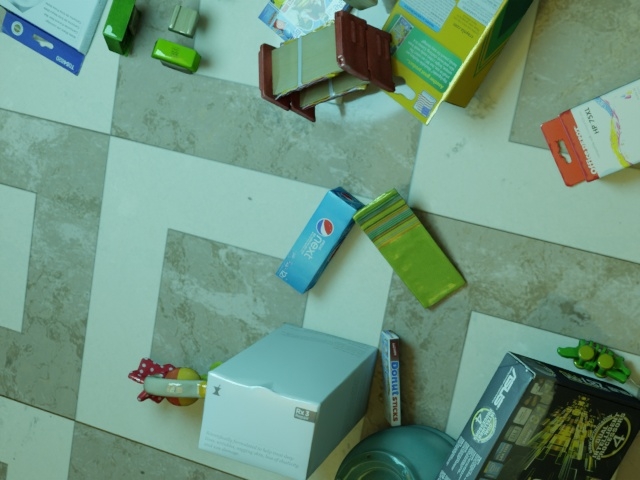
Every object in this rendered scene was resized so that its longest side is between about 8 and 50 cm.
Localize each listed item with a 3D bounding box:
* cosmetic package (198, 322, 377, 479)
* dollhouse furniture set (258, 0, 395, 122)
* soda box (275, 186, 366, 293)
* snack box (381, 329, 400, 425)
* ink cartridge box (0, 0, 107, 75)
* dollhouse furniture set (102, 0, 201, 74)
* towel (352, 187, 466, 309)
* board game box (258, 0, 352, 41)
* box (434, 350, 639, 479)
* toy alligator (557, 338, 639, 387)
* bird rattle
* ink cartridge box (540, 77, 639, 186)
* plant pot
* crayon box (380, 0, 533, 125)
[{"bbox_3d":[-0.049,0.290,1.911,0.217,0.385,0.156,14,104,18],"label":"cosmetic package"},{"bbox_3d":[0.008,-0.432,1.856,0.201,0.152,0.374,-13,71,38],"label":"dollhouse furniture set"},{"bbox_3d":[0.000,0.000,2.011,0.071,0.067,0.210,36,110,10],"label":"soda box"},{"bbox_3d":[0.139,0.271,2.010,0.022,0.064,0.178,-4,100,-9],"label":"snack box"},{"bbox_3d":[-0.568,-0.494,2.143,0.223,0.045,0.224,30,109,13],"label":"ink cartridge box"},{"bbox_3d":[-0.290,-0.501,2.030,0.197,0.151,0.302,18,89,-5],"label":"dollhouse furniture set"},{"bbox_3d":[0.169,0.018,1.942,0.102,0.021,0.237,-34,103,20],"label":"towel"},{"bbox_3d":[-0.010,-0.463,1.947,0.136,0.035,0.201,43,111,9],"label":"board game box"},{"bbox_3d":[0.369,0.413,1.811,0.318,0.097,0.395,21,102,-31],"label":"box"},{"bbox_3d":[0.530,0.224,1.867,0.189,0.056,0.051,23,67,15],"label":"toy alligator"},{"bbox_3d":[-0.283,0.291,2.108,0.253,0.207,0.143,11,85,9],"label":"bird rattle"},{"bbox_3d":[0.509,-0.189,1.782,0.231,0.078,0.134,-24,91,23],"label":"ink cartridge box"},{"bbox_3d":[0.139,0.489,1.927,0.293,0.196,0.293,-7,73,26],"label":"plant pot"},{"bbox_3d":[0.229,-0.384,1.813,0.203,0.083,0.323,44,112,32],"label":"crayon box"}]
